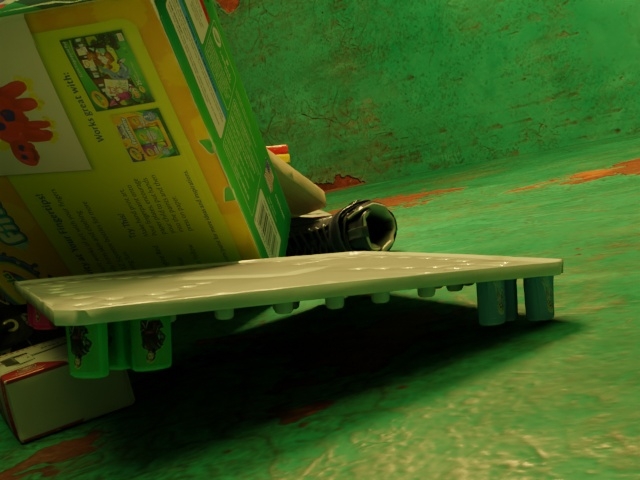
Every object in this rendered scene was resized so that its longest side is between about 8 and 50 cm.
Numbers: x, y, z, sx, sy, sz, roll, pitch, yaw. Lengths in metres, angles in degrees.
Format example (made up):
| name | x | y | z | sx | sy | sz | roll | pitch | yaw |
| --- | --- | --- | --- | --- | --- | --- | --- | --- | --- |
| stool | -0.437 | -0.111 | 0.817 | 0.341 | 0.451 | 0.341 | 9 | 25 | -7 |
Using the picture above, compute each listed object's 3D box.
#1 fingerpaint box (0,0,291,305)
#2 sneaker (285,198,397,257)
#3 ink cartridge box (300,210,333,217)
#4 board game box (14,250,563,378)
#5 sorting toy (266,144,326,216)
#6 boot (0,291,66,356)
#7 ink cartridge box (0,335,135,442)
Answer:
| name | x | y | z | sx | sy | sz | roll | pitch | yaw |
| --- | --- | --- | --- | --- | --- | --- | --- | --- | --- |
| fingerpaint box | -0.272 | -0.112 | 1.049 | 0.371 | 0.445 | 0.163 | -7 | 45 | 13 |
| sneaker | 0.000 | -0.002 | 1.283 | 0.226 | 0.086 | 0.163 | -14 | 4 | -18 |
| ink cartridge box | -0.101 | -0.013 | 1.559 | 0.238 | 0.060 | 0.275 | -3 | 5 | -6 |
| board game box | -0.055 | 0.051 | 0.803 | 0.390 | 0.050 | 0.390 | -5 | 3 | -23 |
| sorting toy | -0.164 | -0.093 | 1.306 | 0.255 | 0.089 | 0.257 | -18 | -26 | 23 |
| boot | -0.411 | 0.030 | 0.952 | 0.138 | 0.284 | 0.377 | -9 | 9 | 36 |
| ink cartridge box | -0.233 | 0.124 | 0.793 | 0.099 | 0.056 | 0.135 | -17 | 8 | -26 |
